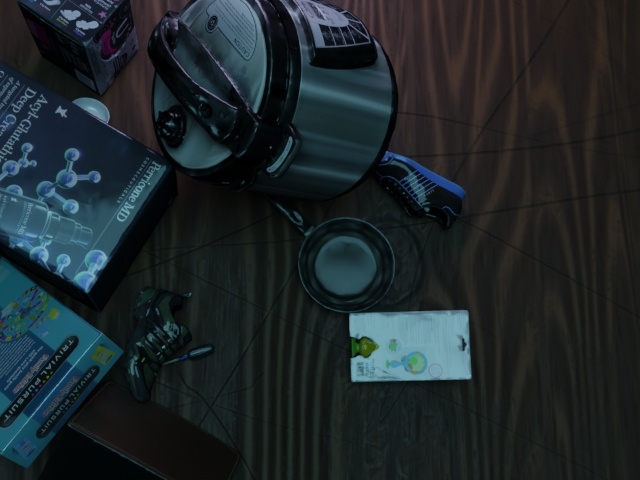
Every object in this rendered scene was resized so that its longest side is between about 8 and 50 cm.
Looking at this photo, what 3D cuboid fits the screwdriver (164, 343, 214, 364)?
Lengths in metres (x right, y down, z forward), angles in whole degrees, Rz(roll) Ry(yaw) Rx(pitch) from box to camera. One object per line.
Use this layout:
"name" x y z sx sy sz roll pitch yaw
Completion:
"screwdriver" -0.289 0.239 1.772 0.169 0.024 0.025 -22 109 -5

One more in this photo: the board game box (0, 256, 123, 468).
"board game box" -0.551 0.209 1.629 0.336 0.079 0.254 28 73 36

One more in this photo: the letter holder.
"letter holder" -0.325 0.419 1.671 0.301 0.214 0.152 29 107 -1

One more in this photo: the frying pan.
"frying pan" -0.008 0.028 1.836 0.326 0.053 0.197 21 75 1

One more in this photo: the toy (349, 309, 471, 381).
"toy" 0.177 0.212 1.811 0.237 0.056 0.137 -1 80 -2

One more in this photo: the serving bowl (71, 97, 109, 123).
"serving bowl" -0.476 -0.252 1.852 0.083 0.027 0.083 12 53 -17

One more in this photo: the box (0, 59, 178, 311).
"box" -0.517 -0.098 1.724 0.395 0.212 0.294 30 75 0

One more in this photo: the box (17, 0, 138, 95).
"box" -0.467 -0.422 1.787 0.163 0.247 0.142 34 76 2

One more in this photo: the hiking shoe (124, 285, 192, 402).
"hiking shoe" -0.306 0.198 1.733 0.114 0.086 0.227 3 72 3

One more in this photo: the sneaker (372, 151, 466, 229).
"sneaker" 0.186 -0.105 1.874 0.232 0.081 0.090 24 68 -2

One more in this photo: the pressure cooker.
"pressure cooker" -0.108 -0.263 1.658 0.420 0.369 0.376 7 84 -44
